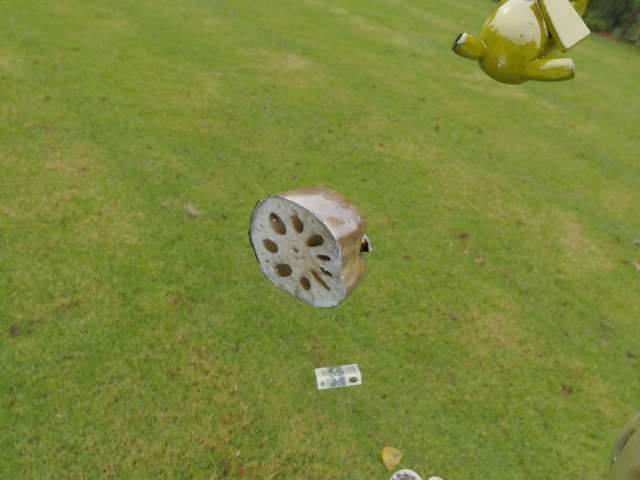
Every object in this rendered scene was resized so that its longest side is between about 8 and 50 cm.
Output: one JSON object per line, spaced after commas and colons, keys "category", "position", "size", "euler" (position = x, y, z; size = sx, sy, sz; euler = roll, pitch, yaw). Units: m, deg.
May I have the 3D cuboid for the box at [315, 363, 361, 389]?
{"category": "box", "position": [0.033, 0.260, 0.982], "size": [0.083, 0.024, 0.054], "euler": [-6, 9, -4]}

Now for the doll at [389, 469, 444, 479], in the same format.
{"category": "doll", "position": [0.134, 0.513, 0.815], "size": [0.154, 0.278, 0.119], "euler": [22, -11, 33]}

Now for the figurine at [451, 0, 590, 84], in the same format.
{"category": "figurine", "position": [0.411, -0.411, 0.986], "size": [0.218, 0.169, 0.327], "euler": [27, 72, 17]}

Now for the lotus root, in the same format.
{"category": "lotus root", "position": [0.000, 0.000, 1.056], "size": [0.272, 0.272, 0.192], "euler": [40, 47, 25]}

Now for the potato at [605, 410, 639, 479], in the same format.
{"category": "potato", "position": [0.249, 0.189, 0.231], "size": [0.243, 0.221, 0.326], "euler": [30, 22, 15]}
